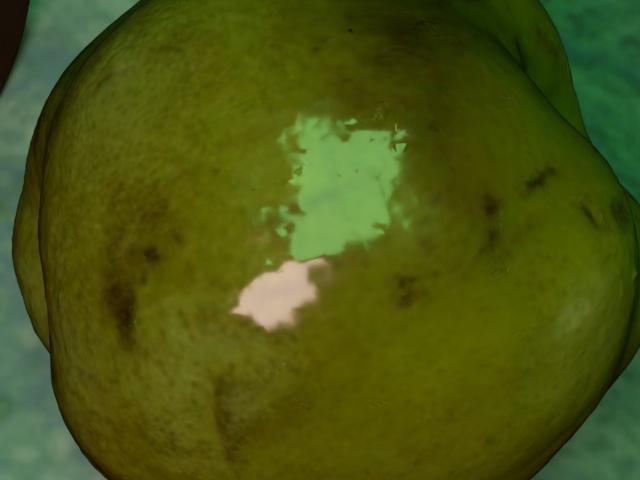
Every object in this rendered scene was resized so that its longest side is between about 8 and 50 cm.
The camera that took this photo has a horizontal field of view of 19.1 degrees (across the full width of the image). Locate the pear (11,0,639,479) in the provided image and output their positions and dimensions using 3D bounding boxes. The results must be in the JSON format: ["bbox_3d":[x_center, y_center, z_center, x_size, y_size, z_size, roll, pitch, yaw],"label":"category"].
[{"bbox_3d":[0.000,0.000,0.580,0.200,0.200,0.200,0,70,-1],"label":"pear"}]

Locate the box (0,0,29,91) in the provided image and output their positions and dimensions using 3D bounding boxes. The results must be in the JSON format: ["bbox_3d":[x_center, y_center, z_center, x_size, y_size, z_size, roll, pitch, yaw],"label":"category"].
[{"bbox_3d":[-0.274,-0.027,0.554,0.229,0.239,0.339,22,71,9],"label":"box"}]
